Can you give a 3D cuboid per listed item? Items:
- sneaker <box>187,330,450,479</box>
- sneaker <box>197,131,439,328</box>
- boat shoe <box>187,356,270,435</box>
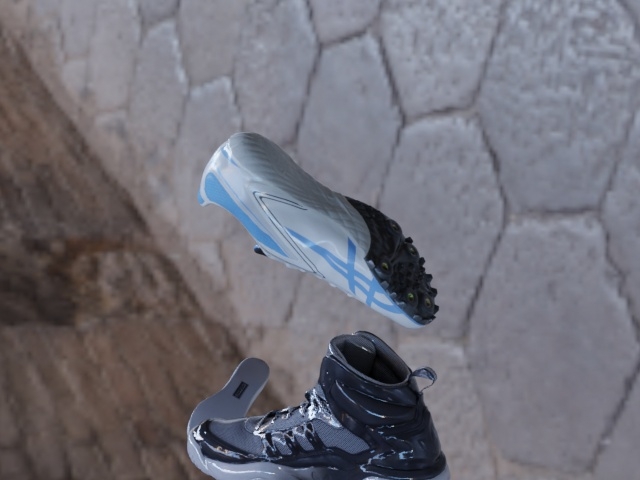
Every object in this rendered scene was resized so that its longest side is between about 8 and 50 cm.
[{"bbox_3d":[-0.006,0.161,1.314,0.268,0.101,0.153,4,107,22],"label":"sneaker"},{"bbox_3d":[0.000,0.000,1.189,0.086,0.237,0.085,-50,5,37],"label":"sneaker"},{"bbox_3d":[-0.101,0.185,1.516,0.049,0.142,0.040,34,135,10],"label":"boat shoe"}]
